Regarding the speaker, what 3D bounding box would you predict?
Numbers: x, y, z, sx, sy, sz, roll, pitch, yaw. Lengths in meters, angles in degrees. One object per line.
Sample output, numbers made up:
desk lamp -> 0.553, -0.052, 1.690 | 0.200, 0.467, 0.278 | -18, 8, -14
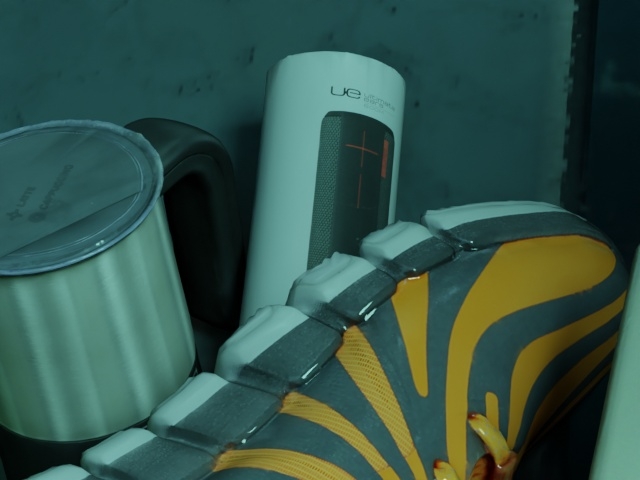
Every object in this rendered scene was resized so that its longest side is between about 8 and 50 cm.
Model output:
speaker -> 0.000, 0.000, 0.721 | 0.055, 0.055, 0.136 | -1, 67, 18

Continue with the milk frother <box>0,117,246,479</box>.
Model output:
milk frother -> -0.105, 0.020, 0.701 | 0.143, 0.135, 0.129 | 4, 39, 17

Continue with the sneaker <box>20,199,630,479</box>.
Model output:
sneaker -> 0.017, 0.114, 0.578 | 0.321, 0.125, 0.180 | -33, 47, -27

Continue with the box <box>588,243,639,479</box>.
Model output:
box -> 0.124, 0.167, 0.520 | 0.121, 0.148, 0.311 | 4, 57, 20
